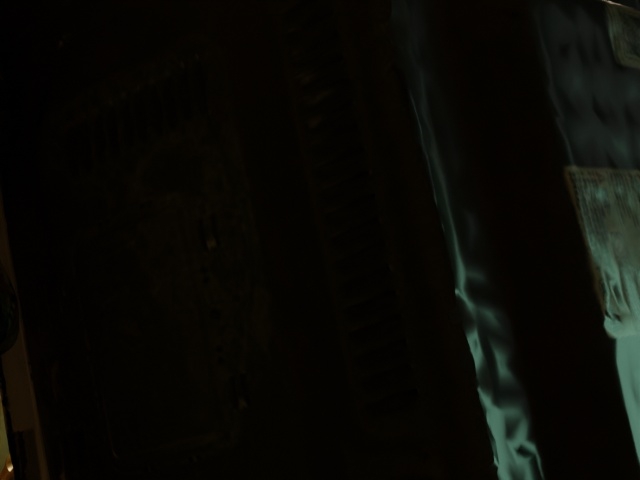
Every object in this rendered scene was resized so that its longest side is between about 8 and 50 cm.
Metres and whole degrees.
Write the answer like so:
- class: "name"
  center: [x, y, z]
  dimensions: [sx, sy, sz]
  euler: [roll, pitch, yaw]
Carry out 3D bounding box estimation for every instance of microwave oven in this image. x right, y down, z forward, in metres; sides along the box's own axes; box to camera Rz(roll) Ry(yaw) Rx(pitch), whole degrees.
- class: "microwave oven"
  center: [0.000, 0.000, 0.450]
  dimensions: [0.237, 0.181, 0.295]
  euler: [-20, -103, 41]

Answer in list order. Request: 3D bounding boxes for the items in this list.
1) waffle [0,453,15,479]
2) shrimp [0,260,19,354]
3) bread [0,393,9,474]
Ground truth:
- class: "waffle"
  center: [-0.128, 0.297, 0.588]
  dimensions: [0.379, 0.095, 0.382]
  euler: [-113, -156, -76]
- class: "shrimp"
  center: [-0.105, -0.051, 0.363]
  dimensions: [0.195, 0.035, 0.147]
  euler: [-136, -129, -64]
- class: "bread"
  center: [-0.202, 0.116, 0.878]
  dimensions: [0.267, 0.040, 0.267]
  euler: [-178, -90, -80]
